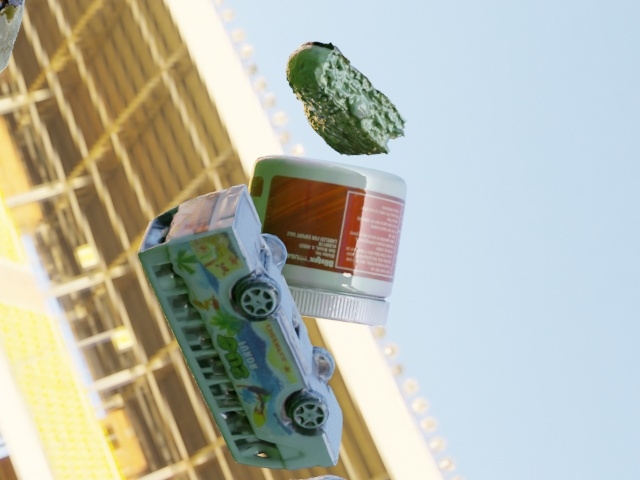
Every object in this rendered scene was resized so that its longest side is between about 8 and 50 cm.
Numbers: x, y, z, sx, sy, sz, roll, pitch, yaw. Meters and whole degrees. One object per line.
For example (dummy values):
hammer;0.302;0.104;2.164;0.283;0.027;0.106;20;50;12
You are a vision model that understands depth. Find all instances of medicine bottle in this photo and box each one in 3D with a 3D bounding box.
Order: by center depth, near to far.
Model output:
medicine bottle;0.000;0.000;2.060;0.252;0.252;0.241;4;-95;60

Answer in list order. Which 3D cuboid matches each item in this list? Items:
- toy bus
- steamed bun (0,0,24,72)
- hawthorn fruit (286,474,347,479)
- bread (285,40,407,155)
toy bus;-0.078;0.108;1.425;0.109;0.135;0.330;-83;155;-59
steamed bun;-0.347;-0.258;1.249;0.172;0.141;0.155;46;-77;14
hawthorn fruit;-0.020;0.533;1.772;0.403;0.402;0.403;39;-42;45
bread;0.033;-0.165;1.689;0.172;0.064;0.232;31;-13;17
